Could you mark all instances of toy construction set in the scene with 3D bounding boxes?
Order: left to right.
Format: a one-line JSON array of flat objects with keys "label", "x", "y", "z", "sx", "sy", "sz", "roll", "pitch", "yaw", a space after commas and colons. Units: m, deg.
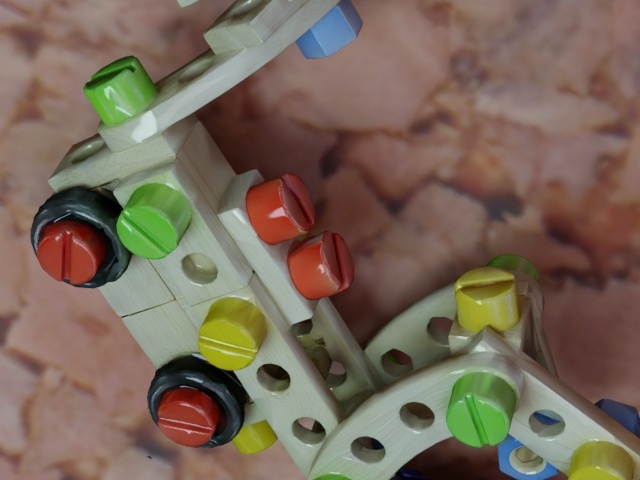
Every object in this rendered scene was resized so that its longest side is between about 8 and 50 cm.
[{"label": "toy construction set", "x": 0.000, "y": 0.000, "z": 0.824, "sx": 0.215, "sy": 0.151, "sz": 0.327, "roll": -19, "pitch": 102, "yaw": 28}]

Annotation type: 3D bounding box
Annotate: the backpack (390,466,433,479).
[{"label": "backpack", "x": 0.097, "y": 0.207, "z": 0.916, "sx": 0.173, "sy": 0.117, "sz": 0.158, "roll": 11, "pitch": 108, "yaw": -15}]
